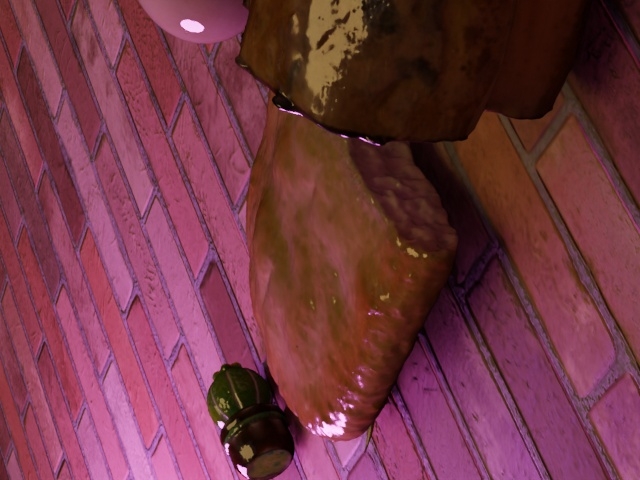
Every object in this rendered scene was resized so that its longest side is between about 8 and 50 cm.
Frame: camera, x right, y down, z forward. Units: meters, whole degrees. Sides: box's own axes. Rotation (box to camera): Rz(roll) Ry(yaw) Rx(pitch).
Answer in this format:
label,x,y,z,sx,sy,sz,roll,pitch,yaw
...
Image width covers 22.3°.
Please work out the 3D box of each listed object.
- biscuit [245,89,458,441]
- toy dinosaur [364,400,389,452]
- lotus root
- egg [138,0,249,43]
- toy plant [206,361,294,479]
label,x,y,z,sx,sy,sz,roll,pitch,yaw
biscuit,-0.001,0.000,1.825,0.446,0.104,0.429,111,147,-46
toy dinosaur,0.062,0.189,1.866,0.041,0.026,0.113,180,91,-70
lotus root,0.101,-0.225,1.375,0.316,0.316,0.250,59,139,37
egg,-0.141,-0.354,1.928,0.186,0.186,0.241,27,122,58
toy plant,-0.095,0.230,2.122,0.093,0.093,0.162,108,146,-42
